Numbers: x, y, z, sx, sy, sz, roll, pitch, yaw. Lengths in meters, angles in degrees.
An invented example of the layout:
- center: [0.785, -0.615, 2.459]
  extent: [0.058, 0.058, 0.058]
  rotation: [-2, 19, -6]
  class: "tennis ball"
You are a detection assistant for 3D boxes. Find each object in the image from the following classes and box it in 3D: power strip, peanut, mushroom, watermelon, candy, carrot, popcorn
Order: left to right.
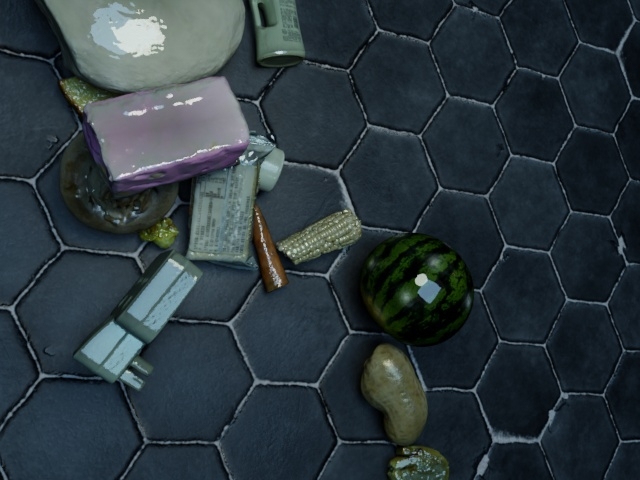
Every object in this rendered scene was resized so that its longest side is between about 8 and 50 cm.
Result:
- center: [-0.393, -0.115, 1.127]
  extent: [0.226, 0.178, 0.227]
  rotation: [-4, 117, -7]
  class: "mushroom"
- center: [-0.351, -0.480, 1.163]
  extent: [0.426, 0.186, 0.387]
  rotation: [-12, 78, -33]
  class: "candy"
- center: [-0.331, 0.155, 1.109]
  extent: [0.141, 0.229, 0.261]
  rotation: [40, 73, -14]
  class: "power strip"
- center: [-0.340, -0.015, 1.214]
  extent: [0.083, 0.059, 0.068]
  rotation: [-11, 89, -13]
  class: "popcorn"
- center: [-0.275, -0.187, 1.040]
  extent: [0.264, 0.116, 0.156]
  rotation: [-20, 84, -23]
  class: "candy"
- center: [-0.127, 0.004, 1.302]
  extent: [0.057, 0.057, 0.225]
  rotation: [-16, 86, -21]
  class: "carrot"
- center: [0.173, 0.361, 1.345]
  extent: [0.253, 0.137, 0.122]
  rotation: [64, 24, -6]
  class: "peanut"
- center: [0.220, 0.111, 1.317]
  extent: [0.268, 0.269, 0.269]
  rotation: [2, 85, -21]
  class: "watermelon"

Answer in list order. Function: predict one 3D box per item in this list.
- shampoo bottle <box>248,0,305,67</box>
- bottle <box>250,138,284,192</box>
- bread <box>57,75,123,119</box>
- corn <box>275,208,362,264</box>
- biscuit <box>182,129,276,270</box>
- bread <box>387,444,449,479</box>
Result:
- center: [-0.107, -0.526, 1.331]
  extent: [0.118, 0.087, 0.235]
  rotation: [-9, 88, -22]
  class: "shampoo bottle"
- center: [-0.207, -0.192, 1.255]
  extent: [0.245, 0.104, 0.104]
  rotation: [20, 79, -19]
  class: "bottle"
- center: [-0.451, -0.280, 1.195]
  extent: [0.103, 0.065, 0.187]
  rotation: [-39, 98, -14]
  class: "bread"
- center: [0.000, 0.000, 1.332]
  extent: [0.210, 0.087, 0.087]
  rotation: [-27, 95, -17]
  class: "corn"
- center: [-0.197, -0.078, 1.201]
  extent: [0.185, 0.079, 0.310]
  rotation: [3, 108, -14]
  class: "biscuit"
- center: [0.232, 0.550, 1.377]
  extent: [0.156, 0.064, 0.118]
  rotation: [15, 79, -20]
  class: "bread"
